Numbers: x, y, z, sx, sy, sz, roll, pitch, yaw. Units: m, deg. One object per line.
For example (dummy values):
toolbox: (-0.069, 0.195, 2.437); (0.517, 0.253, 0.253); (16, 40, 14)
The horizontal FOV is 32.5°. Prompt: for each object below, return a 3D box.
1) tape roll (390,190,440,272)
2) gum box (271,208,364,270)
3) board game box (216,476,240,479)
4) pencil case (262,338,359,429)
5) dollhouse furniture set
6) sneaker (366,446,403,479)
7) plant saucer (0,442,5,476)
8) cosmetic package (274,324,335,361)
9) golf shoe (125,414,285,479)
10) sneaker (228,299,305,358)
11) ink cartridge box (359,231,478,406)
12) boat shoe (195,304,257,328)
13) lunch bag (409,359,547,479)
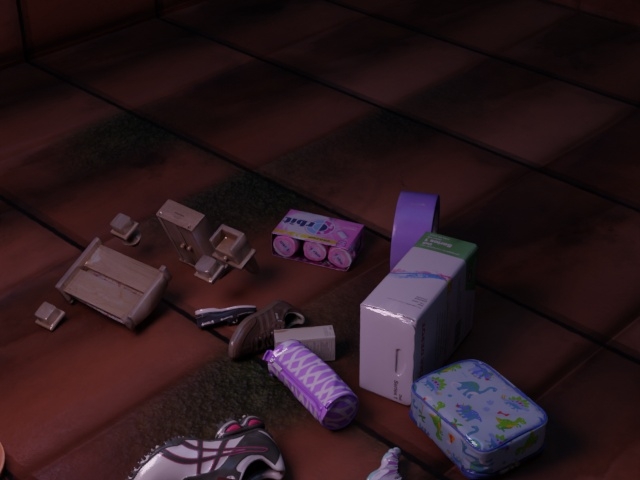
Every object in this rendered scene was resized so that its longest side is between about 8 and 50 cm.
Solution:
tape roll: (0.199, -0.007, 2.293); (0.080, 0.189, 0.189); (7, 33, 10)
gum box: (0.000, 0.000, 2.398); (0.188, 0.062, 0.107); (12, 35, 18)
board game box: (-0.035, 0.426, 1.661); (0.281, 0.027, 0.145); (9, 17, 5)
pencil case: (-0.018, 0.255, 1.974); (0.088, 0.086, 0.206); (18, 13, -44)
dollhouse furniture set: (-0.338, 0.116, 2.229); (0.303, 0.174, 0.355); (22, 63, 30)
sneaker: (0.126, 0.390, 1.816); (0.069, 0.038, 0.098); (21, 47, 27)
plant saucer: (-0.623, 0.386, 1.818); (0.200, 0.037, 0.200); (-1, 33, 0)
cosmetic package: (-0.030, 0.199, 2.090); (0.115, 0.060, 0.041); (-3, 31, -7)
golf shoe: (-0.188, 0.375, 1.779); (0.273, 0.105, 0.120); (-20, 45, -27)
sneaker: (-0.102, 0.174, 2.123); (0.071, 0.066, 0.188); (20, 38, 26)
ink cartridge box: (0.184, 0.143, 2.046); (0.117, 0.201, 0.278); (17, 37, 25)
boat shoe: (-0.186, 0.151, 2.186); (0.125, 0.038, 0.046); (-5, -9, -18)
lunch bag: (0.274, 0.305, 1.897); (0.176, 0.090, 0.219); (-20, 38, -27)
